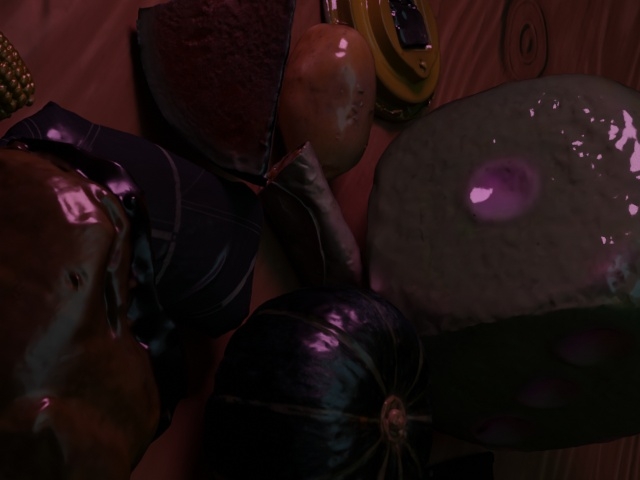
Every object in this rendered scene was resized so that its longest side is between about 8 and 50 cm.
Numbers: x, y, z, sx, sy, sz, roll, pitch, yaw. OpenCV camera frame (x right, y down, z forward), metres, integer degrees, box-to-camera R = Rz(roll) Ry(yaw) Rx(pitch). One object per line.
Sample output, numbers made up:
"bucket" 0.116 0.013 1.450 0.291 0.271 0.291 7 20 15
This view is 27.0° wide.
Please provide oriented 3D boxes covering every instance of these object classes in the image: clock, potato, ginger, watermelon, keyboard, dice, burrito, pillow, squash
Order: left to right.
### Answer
"ginger" -0.230 0.083 0.961 0.223 0.200 0.269 -44 124 -52
"pillow" -0.173 -0.015 1.170 0.335 0.092 0.162 22 65 -47
"watermelon" -0.091 -0.148 1.253 0.207 0.136 0.202 -115 -155 -47
"burrito" 0.000 0.000 1.408 0.060 0.087 0.226 -50 122 -40
"squash" 0.004 0.167 1.258 0.252 0.165 0.252 0 90 -54
"potato" 0.006 -0.148 1.444 0.109 0.118 0.178 6 86 -16
"clock" 0.090 -0.263 1.638 0.237 0.057 0.237 25 58 -47
"keyboard" 0.152 0.287 1.561 0.195 0.018 0.060 1 85 -53
"dice" 0.247 0.035 1.469 0.330 0.322 0.318 56 30 -50

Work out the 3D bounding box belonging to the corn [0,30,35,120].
"corn" -0.318 -0.180 1.048 0.238 0.080 0.080 49 43 -35
